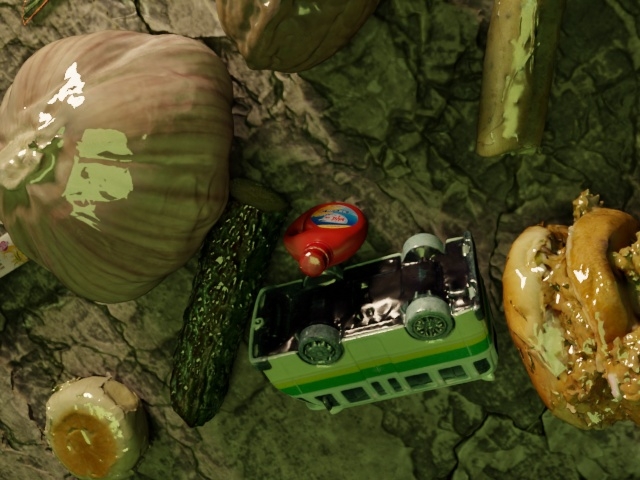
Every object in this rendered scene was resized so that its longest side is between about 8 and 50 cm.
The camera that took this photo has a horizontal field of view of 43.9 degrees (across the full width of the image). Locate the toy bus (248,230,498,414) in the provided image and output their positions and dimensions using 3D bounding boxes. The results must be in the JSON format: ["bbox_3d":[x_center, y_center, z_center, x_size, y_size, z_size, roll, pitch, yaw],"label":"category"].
[{"bbox_3d":[0.069,0.110,0.945,0.276,0.134,0.165,-16,128,18],"label":"toy bus"}]

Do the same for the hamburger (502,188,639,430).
[{"bbox_3d":[0.328,0.068,0.830,0.211,0.245,0.261,-16,79,38],"label":"hamburger"}]

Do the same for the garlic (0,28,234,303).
[{"bbox_3d":[-0.241,-0.096,0.898,0.317,0.259,0.318,6,102,29],"label":"garlic"}]

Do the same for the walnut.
[{"bbox_3d":[-0.023,-0.281,0.850,0.178,0.178,0.230,33,117,2],"label":"walnut"}]

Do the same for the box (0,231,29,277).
[{"bbox_3d":[-0.458,0.030,1.110,0.207,0.041,0.050,-28,101,20],"label":"box"}]

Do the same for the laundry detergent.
[{"bbox_3d":[0.000,0.000,0.924,0.097,0.165,0.049,0,108,13],"label":"laundry detergent"}]

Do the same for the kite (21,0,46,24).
[{"bbox_3d":[-0.352,-0.363,0.981,0.159,0.010,0.190,8,107,13],"label":"kite"}]

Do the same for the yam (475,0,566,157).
[{"bbox_3d":[0.224,-0.269,0.839,0.083,0.083,0.372,8,108,11],"label":"yam"}]

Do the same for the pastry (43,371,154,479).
[{"bbox_3d":[-0.318,0.268,1.126,0.165,0.088,0.166,4,105,14],"label":"pastry"}]

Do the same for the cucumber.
[{"bbox_3d":[-0.134,0.096,1.031,0.096,0.096,0.360,23,113,6],"label":"cucumber"}]
